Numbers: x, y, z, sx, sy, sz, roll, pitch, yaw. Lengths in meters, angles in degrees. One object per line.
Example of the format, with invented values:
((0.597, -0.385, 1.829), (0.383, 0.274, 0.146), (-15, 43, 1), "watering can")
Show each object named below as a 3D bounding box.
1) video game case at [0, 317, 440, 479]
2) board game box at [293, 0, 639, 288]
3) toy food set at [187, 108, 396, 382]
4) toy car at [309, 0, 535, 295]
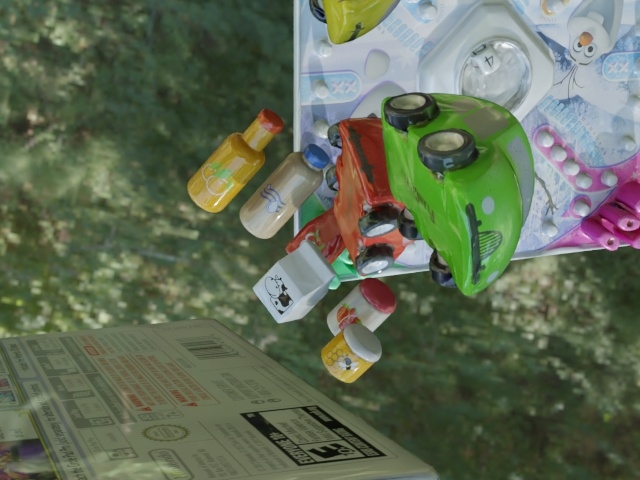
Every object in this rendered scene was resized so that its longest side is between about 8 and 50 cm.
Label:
((-0.121, 0.090, 0.446), (0.244, 0.061, 0.269), (-3, -173, -19), "video game case")
((0.167, -0.153, 1.136), (0.390, 0.389, 0.050), (-7, -159, -19), "board game box")
((0.000, 0.000, 1.035), (0.232, 0.104, 0.111), (52, -154, 18), "toy food set")
((0.044, -0.051, 0.525), (0.053, 0.239, 0.225), (-15, -148, -9), "toy car")
